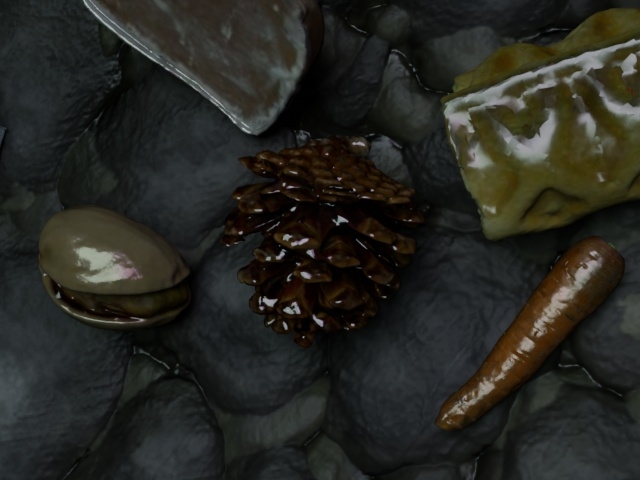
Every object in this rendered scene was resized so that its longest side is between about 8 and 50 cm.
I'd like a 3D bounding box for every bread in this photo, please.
[{"bbox_3d":[0.230,-0.102,0.675,0.267,0.130,0.152,-19,66,14],"label":"bread"}]

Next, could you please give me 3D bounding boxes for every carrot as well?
[{"bbox_3d":[0.157,0.075,0.702,0.047,0.047,0.191,44,97,24],"label":"carrot"}]

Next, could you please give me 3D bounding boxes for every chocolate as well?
[{"bbox_3d":[-0.100,-0.223,0.811,0.254,0.080,0.157,39,133,4],"label":"chocolate"}]

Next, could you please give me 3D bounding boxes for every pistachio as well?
[{"bbox_3d":[-0.184,0.025,0.812,0.149,0.113,0.113,20,83,8],"label":"pistachio"}]

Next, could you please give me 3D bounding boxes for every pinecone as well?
[{"bbox_3d":[0.000,0.000,0.725,0.173,0.173,0.173,-5,74,19],"label":"pinecone"}]

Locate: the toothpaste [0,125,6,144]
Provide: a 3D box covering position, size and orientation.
[{"bbox_3d":[-0.483,-0.115,0.962,0.313,0.089,0.071,4,70,22],"label":"toothpaste"}]

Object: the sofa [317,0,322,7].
[{"bbox_3d":[-0.071,-0.250,0.861,0.147,0.060,0.085,2,77,20],"label":"sofa"}]
